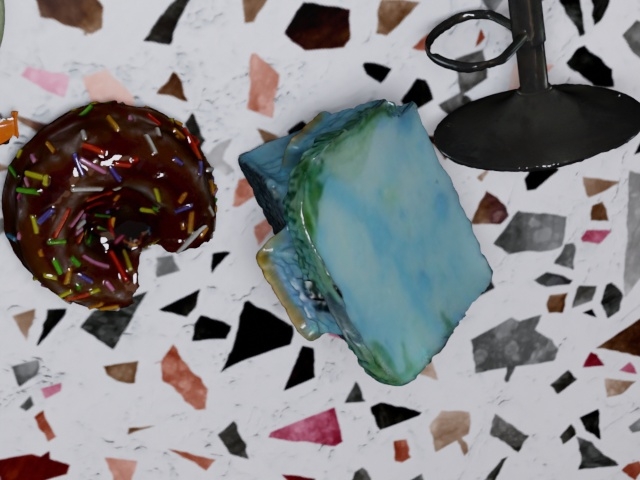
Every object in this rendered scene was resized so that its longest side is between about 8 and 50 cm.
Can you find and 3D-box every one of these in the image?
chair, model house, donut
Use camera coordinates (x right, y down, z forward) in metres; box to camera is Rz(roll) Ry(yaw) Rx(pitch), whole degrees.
[{"bbox_3d":[0.199,-0.293,1.258,0.226,0.226,0.401,-14,117,-9],"label":"chair"},{"bbox_3d":[0.000,0.000,1.341,0.226,0.241,0.261,-45,119,-37],"label":"model house"},{"bbox_3d":[-0.216,-0.033,1.327,0.230,0.096,0.216,-23,124,-6],"label":"donut"}]

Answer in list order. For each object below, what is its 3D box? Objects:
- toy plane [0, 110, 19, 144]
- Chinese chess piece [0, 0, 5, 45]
[{"bbox_3d":[-0.370,-0.080,1.288,0.135,0.062,0.188,-7,121,-14],"label":"toy plane"},{"bbox_3d":[-0.405,-0.216,1.159,0.237,0.092,0.238,0,99,-3],"label":"Chinese chess piece"}]
